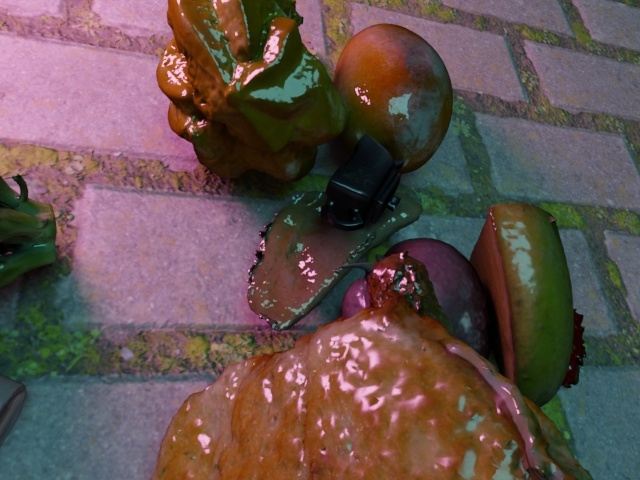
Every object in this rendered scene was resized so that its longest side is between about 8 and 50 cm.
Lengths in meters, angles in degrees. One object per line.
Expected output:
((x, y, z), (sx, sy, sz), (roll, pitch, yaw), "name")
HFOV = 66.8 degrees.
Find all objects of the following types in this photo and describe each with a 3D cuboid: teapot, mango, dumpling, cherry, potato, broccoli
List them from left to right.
((-0.434, -0.027, 0.554), (0.241, 0.261, 0.269), (7, 15, -42), "broccoli")
((0.002, 0.004, 0.755), (0.332, 0.086, 0.166), (-35, 61, -30), "dumpling")
((0.072, -0.075, 0.722), (0.096, 0.087, 0.177), (29, 55, 9), "teapot")
((0.131, -0.276, 0.893), (0.221, 0.199, 0.384), (16, 46, -4), "mango")
((0.139, 0.101, 0.696), (0.213, 0.183, 0.266), (-38, 101, -24), "cherry")
((0.293, 0.110, 0.683), (0.112, 0.269, 0.255), (-7, 69, 10), "potato")

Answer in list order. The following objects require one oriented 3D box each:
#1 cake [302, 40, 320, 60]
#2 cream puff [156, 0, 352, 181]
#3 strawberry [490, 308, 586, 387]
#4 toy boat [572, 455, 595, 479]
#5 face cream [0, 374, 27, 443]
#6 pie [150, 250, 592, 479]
((-0.050, -0.326, 0.914), (0.109, 0.090, 0.225), (-2, 63, -16), "cake")
((-0.128, -0.235, 0.714), (0.323, 0.274, 0.270), (62, 21, 10), "cream puff")
((0.348, 0.150, 0.799), (0.208, 0.087, 0.167), (13, 61, -10), "strawberry")
((0.282, 0.339, 0.635), (0.330, 0.123, 0.215), (41, 49, 3), "toy boat")
((-0.471, 0.154, 0.517), (0.269, 0.073, 0.107), (21, 48, -6), "face cream")
((0.020, 0.256, 0.464), (0.418, 0.180, 0.395), (-38, 44, 6), "pie")
